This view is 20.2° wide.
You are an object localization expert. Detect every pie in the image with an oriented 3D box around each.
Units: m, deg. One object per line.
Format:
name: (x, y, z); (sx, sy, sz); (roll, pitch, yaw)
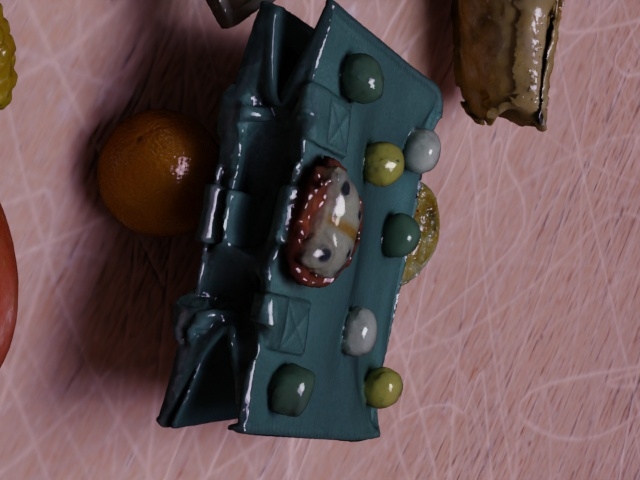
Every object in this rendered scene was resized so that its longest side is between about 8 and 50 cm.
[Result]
pie: (0.136, -0.223, 1.316); (0.068, 0.128, 0.282); (-1, 101, -16)
pie: (0.063, -0.005, 1.361); (0.084, 0.021, 0.084); (-25, 123, -46)

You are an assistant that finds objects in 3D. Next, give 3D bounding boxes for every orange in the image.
orange: (-0.096, -0.040, 1.100); (0.085, 0.085, 0.085); (-18, 113, -49)

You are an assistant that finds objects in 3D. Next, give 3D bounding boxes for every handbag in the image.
handbag: (0.005, 0.001, 1.158); (0.274, 0.100, 0.269); (27, 76, -74)

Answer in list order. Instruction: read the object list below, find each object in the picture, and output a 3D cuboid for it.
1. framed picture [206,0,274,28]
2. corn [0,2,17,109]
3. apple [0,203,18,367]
framed picture: (-0.049, -0.280, 1.079); (0.189, 0.023, 0.260); (-40, 113, -35)
corn: (-0.223, -0.153, 0.894); (0.097, 0.097, 0.262); (-41, 127, -38)
apple: (-0.234, 0.009, 0.847); (0.181, 0.181, 0.168); (-44, 136, -37)
